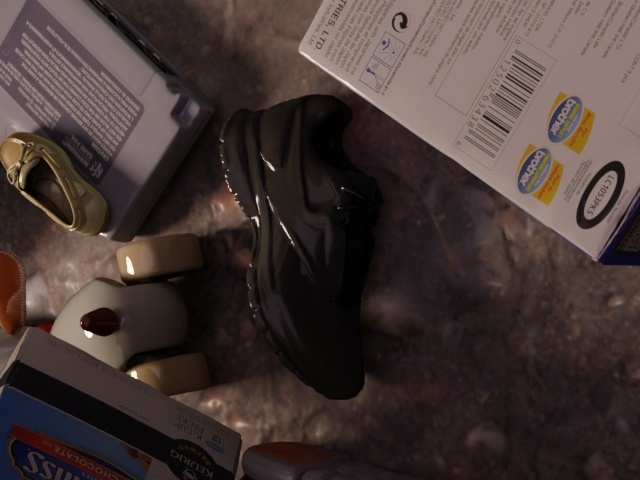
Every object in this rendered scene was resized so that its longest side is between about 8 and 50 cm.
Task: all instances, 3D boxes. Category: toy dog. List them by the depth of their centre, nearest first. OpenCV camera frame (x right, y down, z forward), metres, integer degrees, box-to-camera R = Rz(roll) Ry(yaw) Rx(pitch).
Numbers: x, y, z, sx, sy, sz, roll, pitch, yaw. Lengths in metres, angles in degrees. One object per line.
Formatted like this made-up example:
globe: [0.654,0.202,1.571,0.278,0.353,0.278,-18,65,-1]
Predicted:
toy dog: [-0.257,0.100,1.543,0.333,0.161,0.220,-35,70,26]

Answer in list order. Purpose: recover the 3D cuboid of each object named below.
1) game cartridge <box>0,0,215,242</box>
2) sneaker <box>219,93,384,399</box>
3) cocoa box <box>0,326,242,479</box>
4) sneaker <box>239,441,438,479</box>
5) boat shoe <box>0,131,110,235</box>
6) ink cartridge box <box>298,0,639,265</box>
game cartridge: [-0.252,-0.142,1.615,0.294,0.060,0.196,45,107,26]
sneaker: [0.000,0.000,1.424,0.130,0.109,0.286,-20,80,24]
cocoa box: [-0.260,0.304,1.426,0.231,0.228,0.347,30,118,-11]
sneaker: [0.053,0.298,1.379,0.321,0.124,0.180,14,100,43]
boat shoe: [-0.272,-0.058,1.566,0.153,0.048,0.056,44,111,25]
ink cartridge box: [0.211,-0.159,1.265,0.395,0.151,0.270,38,108,29]
